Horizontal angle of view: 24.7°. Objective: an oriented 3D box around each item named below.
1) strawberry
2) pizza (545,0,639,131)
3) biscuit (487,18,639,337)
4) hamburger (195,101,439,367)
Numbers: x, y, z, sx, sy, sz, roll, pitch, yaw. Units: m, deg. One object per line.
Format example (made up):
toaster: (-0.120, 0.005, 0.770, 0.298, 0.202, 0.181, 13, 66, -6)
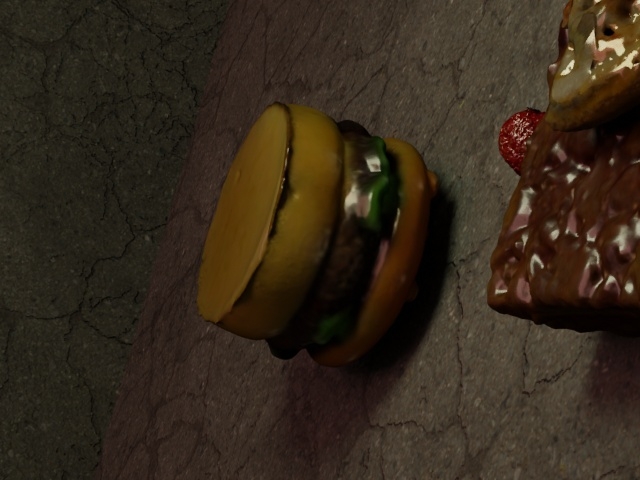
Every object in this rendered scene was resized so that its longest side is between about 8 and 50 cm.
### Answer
strawberry: (0.278, -0.120, 1.881, 0.106, 0.106, 0.106, -52, 27, 39)
pizza: (0.314, -0.259, 1.501, 0.189, 0.071, 0.297, -13, 56, 63)
biscuit: (0.354, -0.085, 1.556, 0.342, 0.166, 0.395, -8, 61, 69)
hamburger: (0.000, 0.000, 2.212, 0.396, 0.277, 0.395, -161, 90, -74)
